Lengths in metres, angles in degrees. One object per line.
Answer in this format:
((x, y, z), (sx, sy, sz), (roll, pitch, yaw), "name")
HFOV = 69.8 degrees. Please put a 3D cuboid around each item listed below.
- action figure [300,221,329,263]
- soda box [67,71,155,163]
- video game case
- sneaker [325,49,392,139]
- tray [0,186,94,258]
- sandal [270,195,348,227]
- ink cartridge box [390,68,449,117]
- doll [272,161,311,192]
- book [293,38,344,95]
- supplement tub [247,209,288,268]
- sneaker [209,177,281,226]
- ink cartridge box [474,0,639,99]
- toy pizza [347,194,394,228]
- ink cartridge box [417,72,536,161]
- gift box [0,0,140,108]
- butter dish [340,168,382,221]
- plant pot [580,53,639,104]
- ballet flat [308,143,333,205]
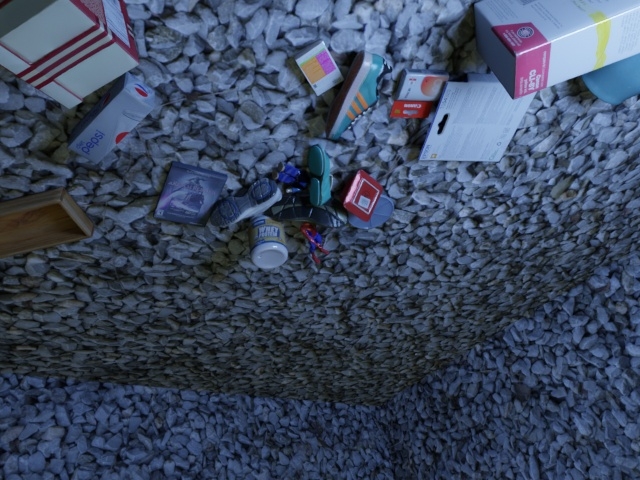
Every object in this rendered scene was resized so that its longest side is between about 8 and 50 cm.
((0.000, 0.000, 1.899), (0.091, 0.139, 0.280), (-48, 144, -21), "action figure")
((-0.611, -0.352, 1.339), (0.286, 0.091, 0.098), (-32, 137, 23), "soda box")
((-0.475, -0.159, 1.665), (0.196, 0.026, 0.274), (12, 136, -27), "video game case")
((0.116, -0.429, 1.426), (0.121, 0.108, 0.302), (13, 134, -22), "sneaker")
((-1.045, -0.052, 1.606), (0.411, 0.076, 0.203), (-14, 141, 0), "tray")
((-0.041, -0.115, 1.770), (0.303, 0.120, 0.086), (8, 171, 3), "sandal")
((0.316, -0.465, 1.488), (0.145, 0.045, 0.179), (-2, 138, -12), "ink cartridge box")
((-0.088, -0.221, 1.675), (0.189, 0.046, 0.129), (18, 123, -41), "doll")
((-0.002, -0.510, 1.359), (0.096, 0.035, 0.144), (-27, 139, 13), "book")
((-0.208, -0.005, 1.783), (0.144, 0.199, 0.144), (-8, 141, -6), "supplement tub")
((-0.271, -0.120, 1.698), (0.297, 0.111, 0.129), (-22, 162, 13), "sneaker")
((0.656, -0.585, 1.243), (0.385, 0.279, 0.160), (-19, 141, 9), "ink cartridge box")
((0.201, -0.124, 1.882), (0.201, 0.032, 0.201), (-7, 140, -5), "toy pizza")
((0.527, -0.417, 1.585), (0.330, 0.071, 0.324), (0, 140, -10), "ink cartridge box")
((-0.603, -0.494, 1.055), (0.258, 0.276, 0.255), (-26, 153, 11), "gift box")
((0.135, -0.173, 1.748), (0.160, 0.118, 0.160), (30, 81, -41), "butter dish")
((0.954, -0.563, 1.387), (0.272, 0.271, 0.255), (5, 154, -20), "plant pot")
((0.005, -0.242, 1.647), (0.087, 0.083, 0.247), (-30, 136, -36), "ballet flat")
